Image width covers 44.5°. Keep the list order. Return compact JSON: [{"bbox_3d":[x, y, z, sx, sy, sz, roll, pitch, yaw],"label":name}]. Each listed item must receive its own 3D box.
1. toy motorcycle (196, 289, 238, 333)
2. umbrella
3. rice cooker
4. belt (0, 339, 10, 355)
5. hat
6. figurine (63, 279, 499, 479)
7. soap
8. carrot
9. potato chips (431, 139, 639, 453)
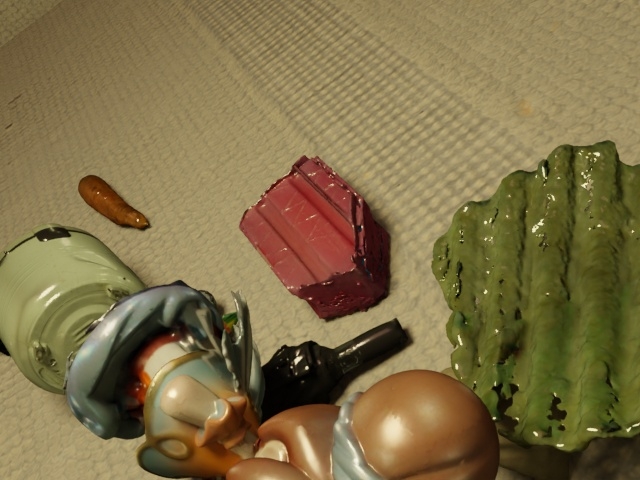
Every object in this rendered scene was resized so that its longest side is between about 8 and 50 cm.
[{"bbox_3d":[-0.206,0.157,1.120,0.106,0.074,0.190,29,71,37],"label":"toy motorcycle"},{"bbox_3d":[-0.049,0.186,0.967,0.340,0.118,0.118,-26,41,-1],"label":"umbrella"},{"bbox_3d":[-0.381,0.102,1.190,0.226,0.226,0.244,-48,43,-13],"label":"rice cooker"},{"bbox_3d":[-0.544,0.135,1.385,0.105,0.058,0.140,-24,41,10],"label":"belt"},{"bbox_3d":[0.206,0.136,0.809,0.166,0.144,0.173,26,93,44],"label":"hat"},{"bbox_3d":[-0.034,0.198,0.747,0.248,0.277,0.388,-41,51,-20],"label":"figurine"},{"bbox_3d":[0.000,0.000,1.093,0.162,0.099,0.250,-39,40,-2],"label":"soap"},{"bbox_3d":[-0.393,-0.068,1.473,0.059,0.059,0.248,-48,44,-12],"label":"carrot"},{"bbox_3d":[0.300,0.040,0.773,0.373,0.097,0.389,-15,37,1],"label":"potato chips"}]
